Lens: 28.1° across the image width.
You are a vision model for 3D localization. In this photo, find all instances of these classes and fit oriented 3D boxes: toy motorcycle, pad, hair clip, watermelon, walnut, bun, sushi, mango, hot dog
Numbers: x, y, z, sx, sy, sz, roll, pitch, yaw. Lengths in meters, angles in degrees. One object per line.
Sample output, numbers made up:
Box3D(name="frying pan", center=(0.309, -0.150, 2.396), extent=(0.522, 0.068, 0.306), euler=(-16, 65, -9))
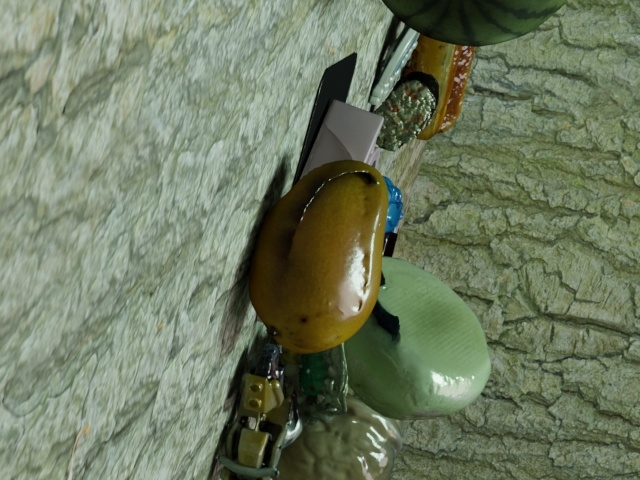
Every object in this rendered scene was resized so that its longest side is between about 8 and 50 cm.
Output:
Box3D(name="toy motorcycle", center=(-0.081, 0.250, 1.683), extent=(0.130, 0.094, 0.229), euler=(-61, 162, -53))
Box3D(name="pad", center=(0.008, -0.159, 1.732), extent=(0.267, 0.004, 0.181), euler=(-52, 158, -73))
Box3D(name="hair clip", center=(-0.030, 0.196, 1.816), extent=(0.321, 0.091, 0.138), euler=(124, -36, -75))
Box3D(name="hair clip", center=(0.138, -0.336, 2.174), extent=(0.220, 0.054, 0.140), euler=(-60, 179, -46))
Box3D(name="watermelon", center=(0.187, -0.377, 1.483), extent=(0.359, 0.279, 0.279), euler=(-59, 165, -54))
Box3D(name="walnut", center=(0.019, 0.336, 2.140), extent=(0.248, 0.248, 0.248), euler=(17, 90, -83))
Box3D(name="bun", center=(0.108, 0.161, 1.891), extent=(0.179, 0.283, 0.283), euler=(-50, -175, 28))
Box3D(name="sushi", center=(0.146, -0.223, 2.214), extent=(0.150, 0.090, 0.078), euler=(-47, -177, 32))
Box3D(name="mango", center=(0.004, 0.014, 1.502), extent=(0.166, 0.136, 0.236), euler=(42, 67, -40))
Box3D(name="hot dog", center=(0.234, -0.367, 2.551), extent=(0.158, 0.117, 0.348), euler=(-33, 143, -47))

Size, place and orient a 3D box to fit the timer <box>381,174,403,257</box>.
Box3D(name="timer", center=(0.050, 0.038, 2.123), extent=(0.340, 0.115, 0.309), euler=(-10, 115, -81))

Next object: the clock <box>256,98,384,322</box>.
Box3D(name="clock", center=(0.000, 0.000, 1.736), extent=(0.275, 0.080, 0.290), euler=(95, 16, -64))
